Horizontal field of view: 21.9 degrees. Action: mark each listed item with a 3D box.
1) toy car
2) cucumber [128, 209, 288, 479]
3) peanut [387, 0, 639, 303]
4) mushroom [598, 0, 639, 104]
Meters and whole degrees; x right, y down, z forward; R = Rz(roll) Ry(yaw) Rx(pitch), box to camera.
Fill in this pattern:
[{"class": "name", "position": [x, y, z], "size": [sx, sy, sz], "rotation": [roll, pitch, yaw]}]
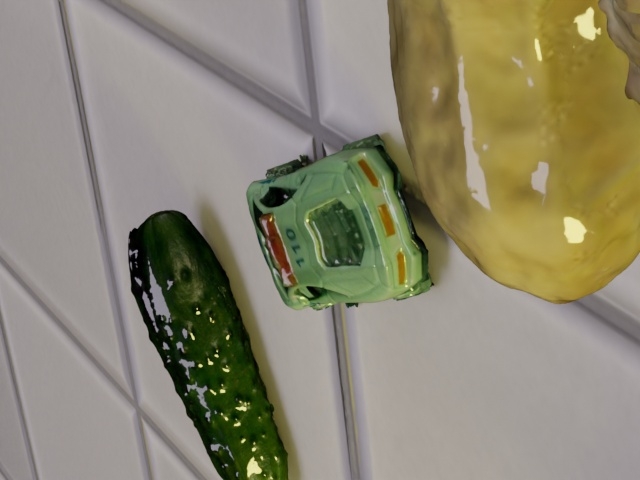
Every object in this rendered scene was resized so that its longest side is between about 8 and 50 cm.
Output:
[{"class": "toy car", "position": [0.000, 0.000, 0.901], "size": [0.186, 0.058, 0.093], "rotation": [-11, 100, 66]}, {"class": "cucumber", "position": [-0.072, 0.088, 1.123], "size": [0.069, 0.069, 0.227], "rotation": [-7, 106, 66]}, {"class": "peanut", "position": [0.074, -0.103, 0.591], "size": [0.125, 0.111, 0.275], "rotation": [-106, 3, -68]}, {"class": "mushroom", "position": [0.171, 0.050, 0.354], "size": [0.233, 0.208, 0.302], "rotation": [121, 145, -84]}]
